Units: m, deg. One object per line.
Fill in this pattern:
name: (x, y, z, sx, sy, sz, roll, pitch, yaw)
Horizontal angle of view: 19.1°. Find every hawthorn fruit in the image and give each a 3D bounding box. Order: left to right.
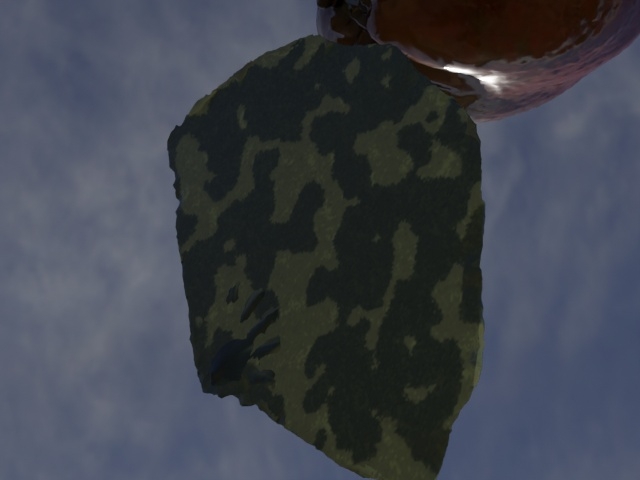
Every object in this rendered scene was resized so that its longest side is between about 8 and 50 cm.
hawthorn fruit: (0.076, -0.140, 0.826, 0.189, 0.189, 0.189, 1, -58, 2)

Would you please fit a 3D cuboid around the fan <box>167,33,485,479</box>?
fan: (0.000, 0.000, 0.622, 0.009, 0.240, 0.131, 25, -73, -33)
